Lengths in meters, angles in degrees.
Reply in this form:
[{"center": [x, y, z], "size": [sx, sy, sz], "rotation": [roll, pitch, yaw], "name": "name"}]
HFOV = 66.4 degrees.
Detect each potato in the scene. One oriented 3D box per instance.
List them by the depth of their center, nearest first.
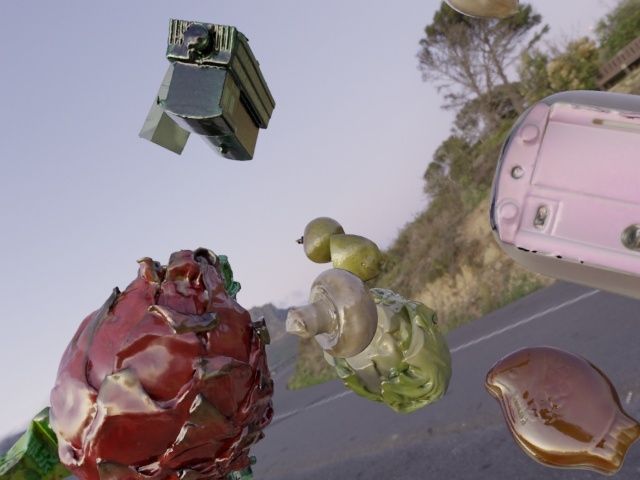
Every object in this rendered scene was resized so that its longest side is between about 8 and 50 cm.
[{"center": [0.103, 0.043, 1.324], "size": [0.149, 0.120, 0.081], "rotation": [-14, 30, 13], "name": "potato"}]

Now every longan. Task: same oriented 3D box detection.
[{"center": [0.000, 0.000, 1.600], "size": [0.176, 0.145, 0.154], "rotation": [-10, 21, 19], "name": "longan"}]

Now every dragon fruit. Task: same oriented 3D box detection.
[{"center": [-0.171, 0.155, 0.567], "size": [0.245, 0.298, 0.244], "rotation": [11, -8, 2], "name": "dragon fruit"}]

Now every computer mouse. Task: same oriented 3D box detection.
[{"center": [0.289, -0.022, 0.360], "size": [0.072, 0.311, 0.158], "rotation": [-7, -70, -68], "name": "computer mouse"}]

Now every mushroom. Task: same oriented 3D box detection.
[{"center": [0.019, 0.167, 1.087], "size": [0.204, 0.204, 0.204], "rotation": [-31, -10, -6], "name": "mushroom"}]

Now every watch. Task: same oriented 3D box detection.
[{"center": [-0.316, 0.120, 1.319], "size": [0.152, 0.165, 0.131], "rotation": [-3, 33, 18], "name": "watch"}]

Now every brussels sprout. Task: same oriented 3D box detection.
[{"center": [0.235, 0.345, 1.550], "size": [0.361, 0.425, 0.342], "rotation": [24, -91, -39], "name": "brussels sprout"}]

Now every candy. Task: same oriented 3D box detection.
[{"center": [-0.537, 0.416, 0.854], "size": [0.246, 0.149, 0.069], "rotation": [-37, 22, -22], "name": "candy"}]

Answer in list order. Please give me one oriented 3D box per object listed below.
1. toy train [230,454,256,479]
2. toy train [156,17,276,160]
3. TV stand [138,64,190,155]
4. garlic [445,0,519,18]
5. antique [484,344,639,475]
[{"center": [-0.255, 0.427, 1.103], "size": [0.194, 0.298, 0.120], "rotation": [-8, -25, -40], "name": "toy train"}, {"center": [-0.186, -0.262, 0.917], "size": [0.139, 0.178, 0.330], "rotation": [9, -9, 8], "name": "toy train"}, {"center": [-0.329, -0.346, 1.164], "size": [0.088, 0.083, 0.269], "rotation": [25, -90, -45], "name": "TV stand"}, {"center": [0.266, -0.557, 0.954], "size": [0.143, 0.318, 0.112], "rotation": [-37, 19, 7], "name": "garlic"}, {"center": [0.473, 0.337, 0.982], "size": [0.223, 0.278, 0.129], "rotation": [-52, -32, -18], "name": "antique"}]
